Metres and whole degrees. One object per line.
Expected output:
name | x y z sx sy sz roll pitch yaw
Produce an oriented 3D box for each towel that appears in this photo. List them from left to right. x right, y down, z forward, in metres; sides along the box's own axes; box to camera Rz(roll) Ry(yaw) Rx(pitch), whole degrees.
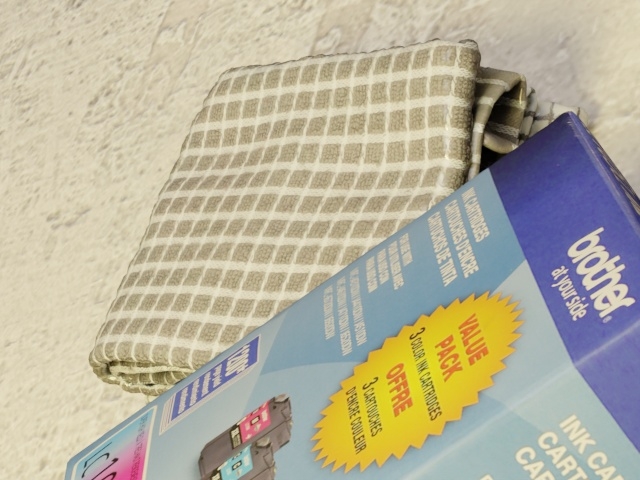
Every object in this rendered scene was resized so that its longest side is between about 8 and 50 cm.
towel | 0.000 0.000 1.114 0.283 0.121 0.235 -2 57 47

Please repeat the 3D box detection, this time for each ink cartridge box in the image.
ink cartridge box | 0.066 0.103 0.838 0.395 0.151 0.270 -34 18 9
